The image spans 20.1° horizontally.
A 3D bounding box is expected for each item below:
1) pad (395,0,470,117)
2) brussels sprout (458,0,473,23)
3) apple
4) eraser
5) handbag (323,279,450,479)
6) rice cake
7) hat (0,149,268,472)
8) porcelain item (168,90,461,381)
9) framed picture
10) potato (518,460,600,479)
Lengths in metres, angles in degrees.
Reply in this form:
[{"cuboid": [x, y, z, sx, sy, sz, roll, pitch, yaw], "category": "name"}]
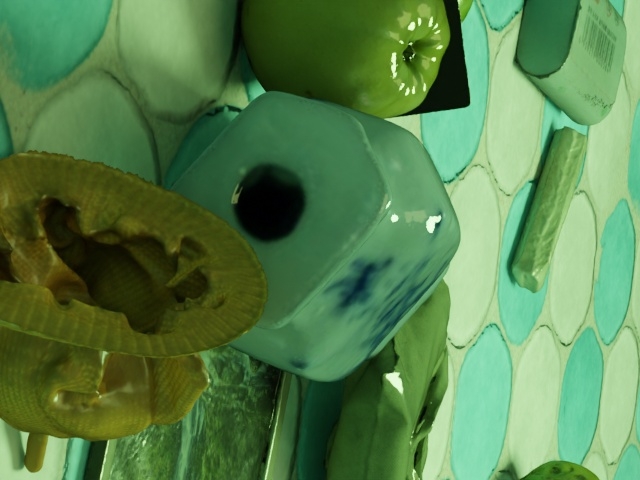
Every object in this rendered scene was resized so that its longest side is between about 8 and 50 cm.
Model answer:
[{"cuboid": [0.054, -0.237, 1.752, 0.009, 0.159, 0.265, -91, 173, -60], "category": "pad"}, {"cuboid": [0.084, -0.269, 1.825, 0.145, 0.131, 0.183, -8, 114, -18], "category": "brussels sprout"}, {"cuboid": [0.021, -0.195, 1.654, 0.200, 0.200, 0.200, 6, 90, -65], "category": "apple"}, {"cuboid": [0.341, -0.266, 2.432, 0.227, 0.081, 0.174, 30, 72, -64], "category": "eraser"}, {"cuboid": [0.068, 0.197, 1.899, 0.253, 0.109, 0.316, -60, 160, -57], "category": "handbag"}, {"cuboid": [0.313, -0.046, 2.458, 0.057, 0.052, 0.256, 66, 39, -52], "category": "rice cake"}, {"cuboid": [-0.195, 0.094, 1.339, 0.244, 0.233, 0.233, -28, 148, -48], "category": "hat"}, {"cuboid": [0.000, 0.000, 1.574, 0.242, 0.178, 0.405, -48, 167, 2], "category": "porcelain item"}, {"cuboid": [-0.112, 0.166, 1.641, 0.324, 0.020, 0.241, 32, 68, -63], "category": "framed picture"}, {"cuboid": [0.307, 0.421, 2.440, 0.197, 0.148, 0.228, -79, 172, -69], "category": "potato"}]
